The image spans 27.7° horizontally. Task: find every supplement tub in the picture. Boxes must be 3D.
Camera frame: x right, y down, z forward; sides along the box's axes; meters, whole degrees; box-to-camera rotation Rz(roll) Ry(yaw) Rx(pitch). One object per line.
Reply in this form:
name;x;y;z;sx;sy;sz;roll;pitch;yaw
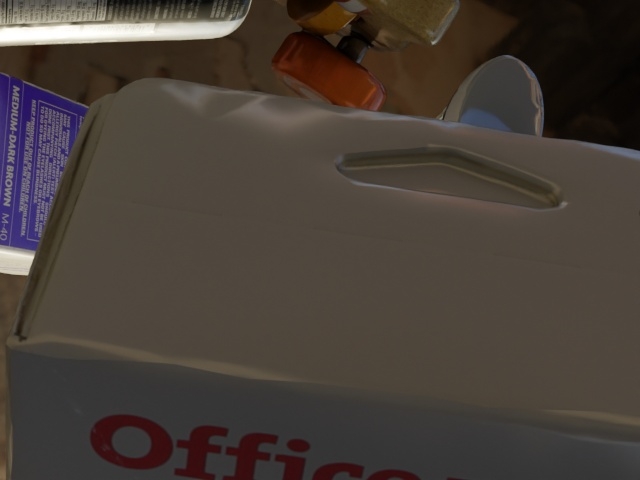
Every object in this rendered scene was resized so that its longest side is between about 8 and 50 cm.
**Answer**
supplement tub;-0.242;-0.286;1.204;0.207;0.338;0.207;175;-90;-70

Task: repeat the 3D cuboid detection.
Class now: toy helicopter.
toy helicopter;-0.014;-0.197;0.778;0.140;0.235;0.355;-56;-174;-3

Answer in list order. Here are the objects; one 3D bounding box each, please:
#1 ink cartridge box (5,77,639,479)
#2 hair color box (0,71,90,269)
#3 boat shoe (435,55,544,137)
ink cartridge box;0.015;0.150;0.554;0.160;0.279;0.384;-86;-175;-54
hair color box;-0.214;-0.034;0.872;0.185;0.339;0.110;2;-96;18
boat shoe;0.158;-0.073;1.620;0.156;0.136;0.367;-20;-141;51
